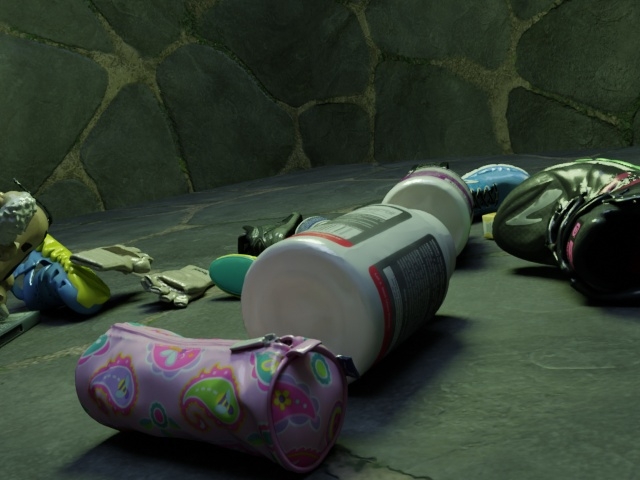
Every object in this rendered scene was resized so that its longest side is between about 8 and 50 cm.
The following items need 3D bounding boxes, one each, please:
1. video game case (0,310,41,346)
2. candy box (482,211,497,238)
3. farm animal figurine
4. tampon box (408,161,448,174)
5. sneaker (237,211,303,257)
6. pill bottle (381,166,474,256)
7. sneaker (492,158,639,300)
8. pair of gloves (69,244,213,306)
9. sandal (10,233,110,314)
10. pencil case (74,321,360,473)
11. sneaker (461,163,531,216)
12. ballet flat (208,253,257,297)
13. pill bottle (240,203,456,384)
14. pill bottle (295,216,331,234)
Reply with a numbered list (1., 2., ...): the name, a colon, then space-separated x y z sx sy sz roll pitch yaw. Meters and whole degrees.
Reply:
1. video game case: -0.614 0.172 1.246 0.196 0.026 0.274 -7 10 6
2. candy box: 0.428 -0.031 1.502 0.109 0.053 0.187 -13 10 -30
3. farm animal figurine: -0.599 0.050 1.334 0.327 0.172 0.330 -52 19 -7
4. tampon box: 0.305 -0.147 2.075 0.101 0.120 0.161 -5 10 13
5. sneaker: -0.111 -0.012 1.722 0.130 0.087 0.227 1 17 15
6. pill bottle: 0.212 -0.055 1.466 0.169 0.169 0.301 -5 9 14
7. sneaker: 0.401 -0.019 1.065 0.202 0.185 0.483 -8 8 -27
8. pair of gloves: -0.328 0.062 1.420 0.240 0.042 0.204 17 8 5
9. sandal: -0.509 0.089 1.453 0.138 0.126 0.317 -50 32 -14
10. pencil case: -0.109 0.141 0.732 0.284 0.124 0.124 -2 11 38
11. sneaker: 0.347 -0.090 1.791 0.330 0.130 0.147 -9 23 11
12. ballet flat: -0.088 0.068 1.327 0.231 0.077 0.077 1 -8 32
13. pill bottle: 0.057 0.051 0.949 0.176 0.176 0.318 -2 11 31
14. pill bottle: 0.000 0.000 1.539 0.094 0.094 0.169 -10 10 -14
